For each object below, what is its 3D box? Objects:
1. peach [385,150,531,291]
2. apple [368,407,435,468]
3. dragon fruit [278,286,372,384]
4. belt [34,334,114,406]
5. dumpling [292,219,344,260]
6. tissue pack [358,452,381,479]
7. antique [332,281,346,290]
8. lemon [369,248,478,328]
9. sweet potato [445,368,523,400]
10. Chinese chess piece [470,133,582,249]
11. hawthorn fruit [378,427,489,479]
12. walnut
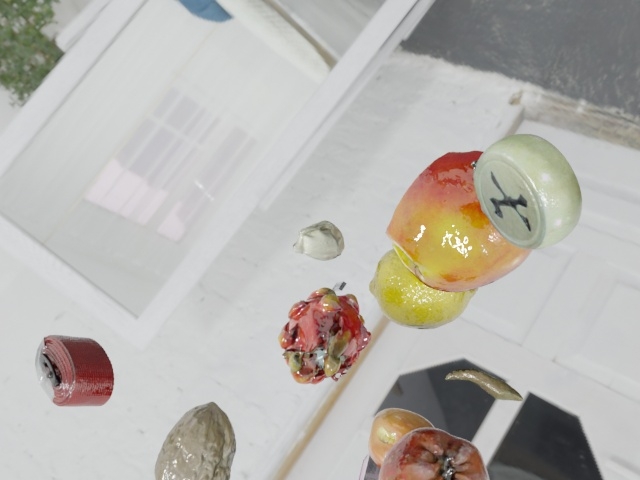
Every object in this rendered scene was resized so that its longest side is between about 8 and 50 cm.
[{"bbox_3d":[0.375,-0.052,1.715,0.306,0.380,0.242,45,172,21],"label":"peach"},{"bbox_3d":[0.273,0.701,2.391,0.241,0.242,0.242,22,157,20],"label":"apple"},{"bbox_3d":[0.006,0.258,1.798,0.228,0.307,0.243,23,148,6],"label":"dragon fruit"},{"bbox_3d":[-0.559,0.289,1.559,0.124,0.128,0.201,13,-164,-47],"label":"belt"},{"bbox_3d":[0.000,0.000,2.281,0.199,0.136,0.118,0,-153,-36],"label":"dumpling"},{"bbox_3d":[0.211,0.921,2.551,0.149,0.246,0.092,21,139,0],"label":"tissue pack"},{"bbox_3d":[0.061,0.153,2.308,0.015,0.031,0.192,36,172,-1],"label":"antique"},{"bbox_3d":[0.293,0.129,1.988,0.311,0.253,0.253,2,154,6],"label":"lemon"},{"bbox_3d":[0.321,0.277,1.348,0.153,0.041,0.038,19,-173,4],"label":"sweet potato"},{"bbox_3d":[0.394,-0.092,1.349,0.237,0.092,0.237,55,163,26],"label":"Chinese chess piece"},{"bbox_3d":[0.281,0.611,1.753,0.284,0.284,0.284,32,161,13],"label":"hawthorn fruit"},{"bbox_3d":[-0.267,0.466,1.524,0.178,0.230,0.178,15,169,3],"label":"walnut"}]
